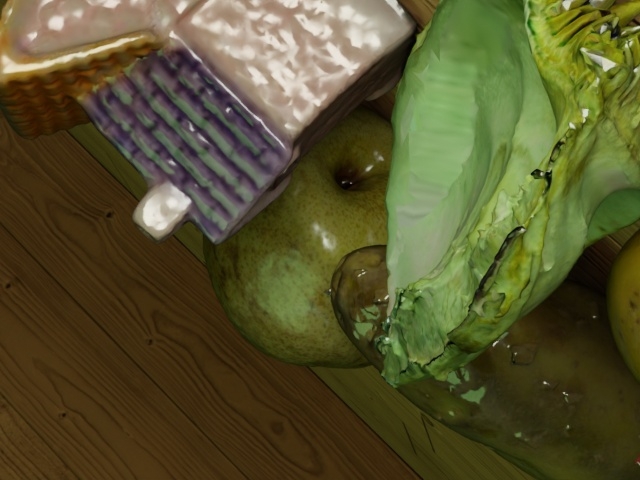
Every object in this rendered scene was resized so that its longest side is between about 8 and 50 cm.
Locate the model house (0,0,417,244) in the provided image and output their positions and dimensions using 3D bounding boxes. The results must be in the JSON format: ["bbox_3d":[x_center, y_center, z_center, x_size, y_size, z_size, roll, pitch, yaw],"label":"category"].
[{"bbox_3d":[-0.097,-0.129,1.165,0.237,0.237,0.202,46,170,-1],"label":"model house"}]

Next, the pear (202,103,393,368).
[{"bbox_3d":[0.000,0.000,1.380,0.228,0.188,0.211,53,142,19],"label":"pear"}]

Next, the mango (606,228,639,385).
[{"bbox_3d":[0.253,0.083,0.860,0.251,0.114,0.156,46,165,7],"label":"mango"}]

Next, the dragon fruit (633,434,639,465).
[{"bbox_3d":[0.285,0.173,1.084,0.274,0.126,0.161,48,171,-5],"label":"dragon fruit"}]

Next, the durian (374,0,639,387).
[{"bbox_3d":[0.083,-0.041,0.830,0.163,0.198,0.394,47,170,1],"label":"durian"}]

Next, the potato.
[{"bbox_3d":[0.142,0.087,1.219,0.296,0.141,0.191,28,174,-14],"label":"potato"}]
